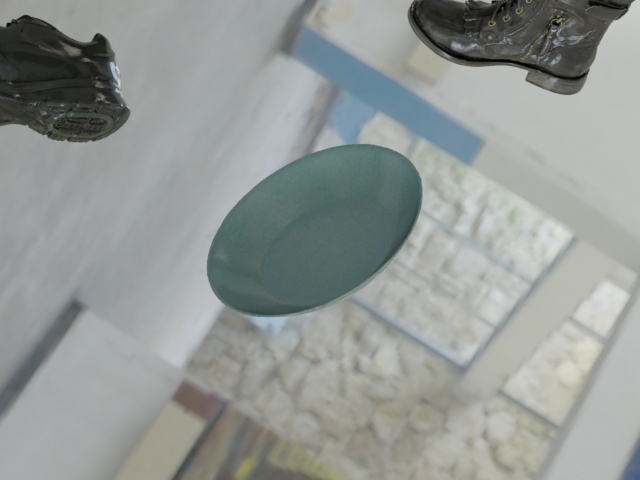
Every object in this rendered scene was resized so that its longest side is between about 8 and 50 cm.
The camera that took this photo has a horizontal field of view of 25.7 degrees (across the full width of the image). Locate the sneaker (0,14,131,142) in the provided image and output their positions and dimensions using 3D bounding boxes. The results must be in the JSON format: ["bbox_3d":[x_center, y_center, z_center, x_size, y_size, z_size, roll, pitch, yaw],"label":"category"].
[{"bbox_3d":[-0.354,-0.188,1.550,0.109,0.286,0.130,-40,-129,50],"label":"sneaker"}]

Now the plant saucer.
[{"bbox_3d":[0.000,0.000,1.152,0.195,0.195,0.037,-57,135,-30],"label":"plant saucer"}]

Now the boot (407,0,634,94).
[{"bbox_3d":[0.251,-0.297,1.662,0.229,0.262,0.091,110,-2,-54],"label":"boot"}]
